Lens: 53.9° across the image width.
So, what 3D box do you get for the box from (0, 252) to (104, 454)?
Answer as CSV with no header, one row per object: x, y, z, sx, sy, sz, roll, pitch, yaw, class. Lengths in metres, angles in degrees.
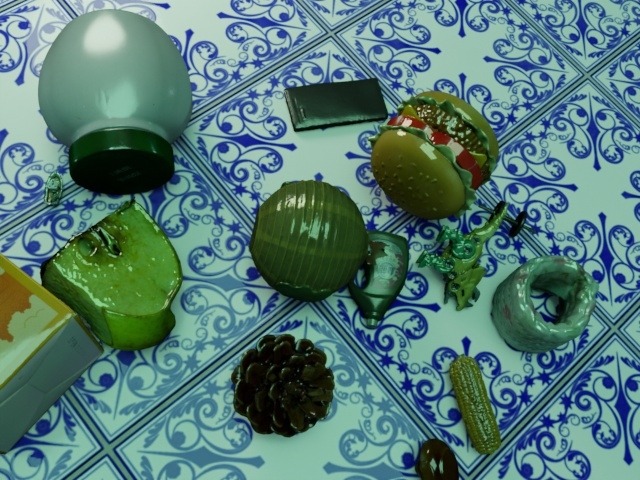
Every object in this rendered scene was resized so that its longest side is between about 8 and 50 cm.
-0.562,0.194,1.088,0.214,0.283,0.259,38,67,8,box

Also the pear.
-0.374,0.080,1.239,0.255,0.164,0.238,41,49,-1,pear

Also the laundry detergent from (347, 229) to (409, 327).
0.117,0.084,1.367,0.137,0.063,0.210,14,69,-2,laundry detergent

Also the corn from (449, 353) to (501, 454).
0.315,0.335,1.293,0.068,0.068,0.207,-9,72,-13,corn

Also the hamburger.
0.234,-0.168,1.374,0.274,0.274,0.212,37,67,6,hamburger

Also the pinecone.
-0.062,0.274,1.190,0.208,0.207,0.207,3,68,-8,pinecone

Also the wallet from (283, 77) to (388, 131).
0.039,-0.337,1.541,0.244,0.025,0.124,-10,70,-13,wallet

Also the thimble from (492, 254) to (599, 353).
0.488,0.135,1.359,0.211,0.149,0.185,-18,70,-16,thimble

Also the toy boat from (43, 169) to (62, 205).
-0.571,-0.112,1.346,0.038,0.038,0.083,2,69,-9,toy boat

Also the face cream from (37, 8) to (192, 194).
-0.432,-0.299,1.344,0.313,0.219,0.356,-6,70,-12,face cream

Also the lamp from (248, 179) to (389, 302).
0.000,0.000,1.281,0.285,0.250,0.250,9,67,-10,lamp

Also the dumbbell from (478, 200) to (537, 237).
0.435,-0.050,1.466,0.147,0.069,0.069,26,67,1,dumbbell

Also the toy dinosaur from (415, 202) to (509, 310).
0.316,0.017,1.378,0.153,0.094,0.259,27,97,-1,toy dinosaur

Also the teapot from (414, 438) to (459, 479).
0.221,0.454,1.231,0.098,0.078,0.129,0,78,-52,teapot
